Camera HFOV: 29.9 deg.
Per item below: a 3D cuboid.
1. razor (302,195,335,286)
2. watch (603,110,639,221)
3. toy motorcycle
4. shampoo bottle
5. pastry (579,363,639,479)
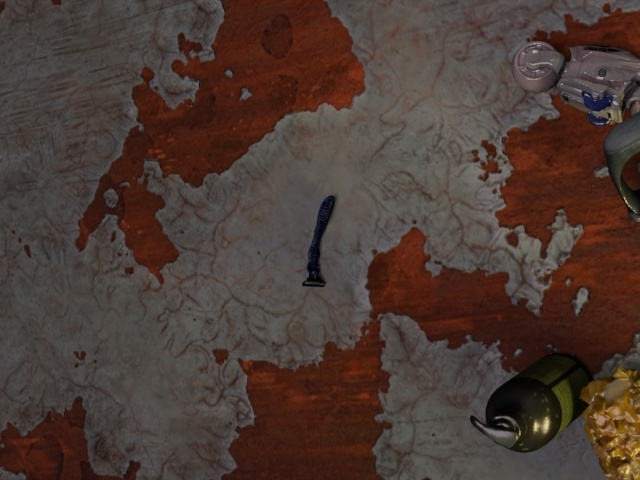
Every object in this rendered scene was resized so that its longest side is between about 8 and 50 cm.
[{"bbox_3d":[-0.003,-0.001,1.942,0.028,0.044,0.154,26,109,52],"label":"razor"},{"bbox_3d":[0.485,-0.101,1.588,0.193,0.068,0.206,42,126,-21],"label":"watch"},{"bbox_3d":[0.390,-0.222,1.663,0.254,0.112,0.112,26,109,23],"label":"toy motorcycle"},{"bbox_3d":[0.293,0.233,1.660,0.101,0.284,0.101,4,99,28],"label":"shampoo bottle"},{"bbox_3d":[0.454,0.285,1.654,0.154,0.102,0.250,-17,86,7],"label":"pastry"}]
